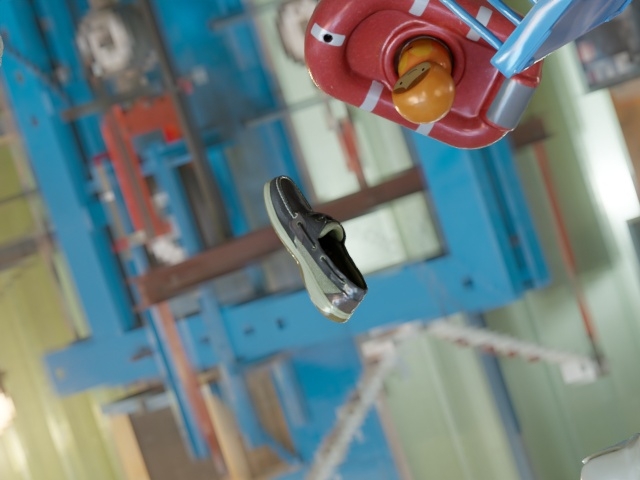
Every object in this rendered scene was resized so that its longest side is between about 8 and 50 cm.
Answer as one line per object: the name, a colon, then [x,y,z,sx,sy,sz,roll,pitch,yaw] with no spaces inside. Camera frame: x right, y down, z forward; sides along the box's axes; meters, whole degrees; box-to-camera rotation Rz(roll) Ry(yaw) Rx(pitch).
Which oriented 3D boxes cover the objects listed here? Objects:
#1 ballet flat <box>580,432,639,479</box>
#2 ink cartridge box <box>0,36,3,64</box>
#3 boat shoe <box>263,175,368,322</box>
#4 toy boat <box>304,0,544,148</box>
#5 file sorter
ballet flat: [0.220,0.204,1.318,0.107,0.106,0.316,-79,-170,-47]
ink cartridge box: [-0.387,-0.277,1.281,0.160,0.279,0.385,-25,154,0]
boat shoe: [0.000,0.000,1.656,0.049,0.152,0.056,-41,155,27]
toy boat: [0.096,-0.161,1.767,0.231,0.151,0.151,21,-151,-8]
file sorter: [0.106,-0.162,0.813,0.118,0.104,0.170,-51,171,27]
